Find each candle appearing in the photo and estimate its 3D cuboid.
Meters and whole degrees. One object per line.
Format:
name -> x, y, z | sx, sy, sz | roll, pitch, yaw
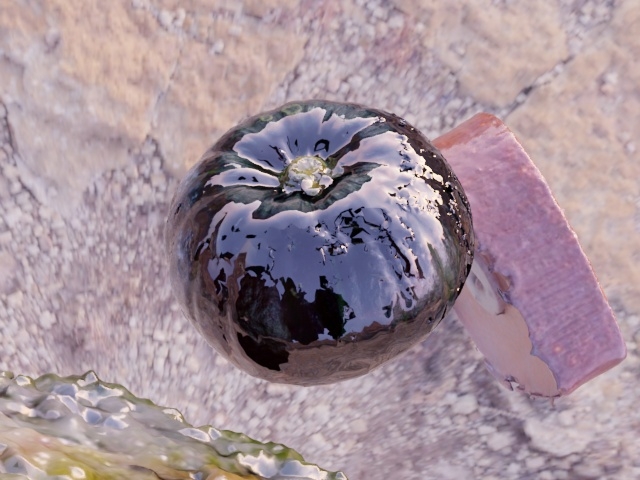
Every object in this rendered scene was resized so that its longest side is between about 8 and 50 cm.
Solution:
candle -> 0.209, 0.031, 1.283 | 0.131, 0.317, 0.287 | -28, 44, -4

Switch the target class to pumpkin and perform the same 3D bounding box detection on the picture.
pumpkin -> 0.000, 0.000, 0.950 | 0.233, 0.163, 0.233 | -4, 46, 5

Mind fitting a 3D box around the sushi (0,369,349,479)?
sushi -> -0.124, 0.199, 0.703 | 0.352, 0.294, 0.178 | 17, 97, 19
